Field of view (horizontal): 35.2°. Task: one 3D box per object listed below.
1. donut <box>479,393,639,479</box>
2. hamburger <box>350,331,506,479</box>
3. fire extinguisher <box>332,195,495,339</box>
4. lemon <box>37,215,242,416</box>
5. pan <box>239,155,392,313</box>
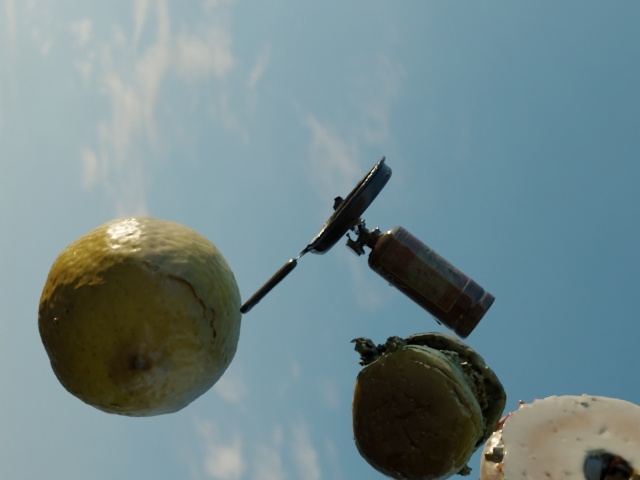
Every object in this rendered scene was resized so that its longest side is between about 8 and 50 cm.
[{"bbox_3d":[0.401,0.381,1.434,0.382,0.382,0.142,47,-40,41],"label":"donut"},{"bbox_3d":[0.098,0.166,1.054,0.185,0.131,0.159,44,-58,18],"label":"hamburger"},{"bbox_3d":[0.120,0.023,1.353,0.252,0.075,0.106,38,-29,4],"label":"fire extinguisher"},{"bbox_3d":[-0.236,0.099,1.336,0.293,0.293,0.293,26,-58,53],"label":"lemon"},{"bbox_3d":[0.000,0.000,1.108,0.028,0.235,0.136,43,-11,-1],"label":"pan"}]
